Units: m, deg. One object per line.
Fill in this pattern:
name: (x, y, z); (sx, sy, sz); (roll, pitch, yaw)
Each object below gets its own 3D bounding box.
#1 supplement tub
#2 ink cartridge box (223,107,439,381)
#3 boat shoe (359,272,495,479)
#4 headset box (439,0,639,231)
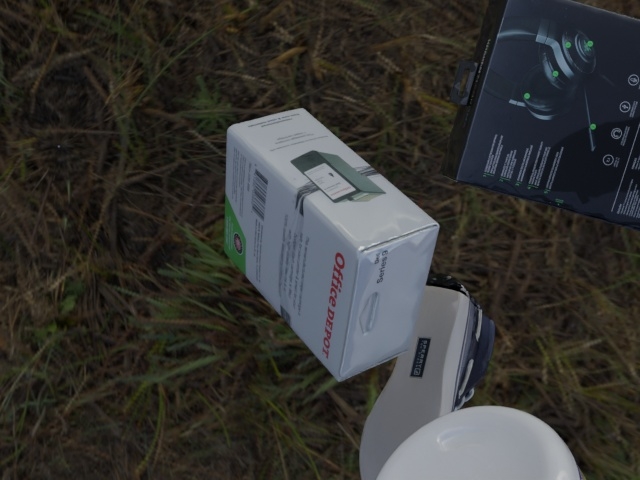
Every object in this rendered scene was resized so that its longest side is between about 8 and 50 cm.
supplement tub: (0.223, 0.374, 1.023); (0.241, 0.241, 0.331); (-40, 121, -9)
ink cartridge box: (0.000, 0.000, 1.132); (0.122, 0.289, 0.211); (-19, 135, -29)
boat shoe: (0.174, 0.233, 1.339); (0.158, 0.127, 0.340); (35, 70, -46)
headset box: (0.306, -0.163, 1.132); (0.283, 0.131, 0.246); (14, 98, -3)
